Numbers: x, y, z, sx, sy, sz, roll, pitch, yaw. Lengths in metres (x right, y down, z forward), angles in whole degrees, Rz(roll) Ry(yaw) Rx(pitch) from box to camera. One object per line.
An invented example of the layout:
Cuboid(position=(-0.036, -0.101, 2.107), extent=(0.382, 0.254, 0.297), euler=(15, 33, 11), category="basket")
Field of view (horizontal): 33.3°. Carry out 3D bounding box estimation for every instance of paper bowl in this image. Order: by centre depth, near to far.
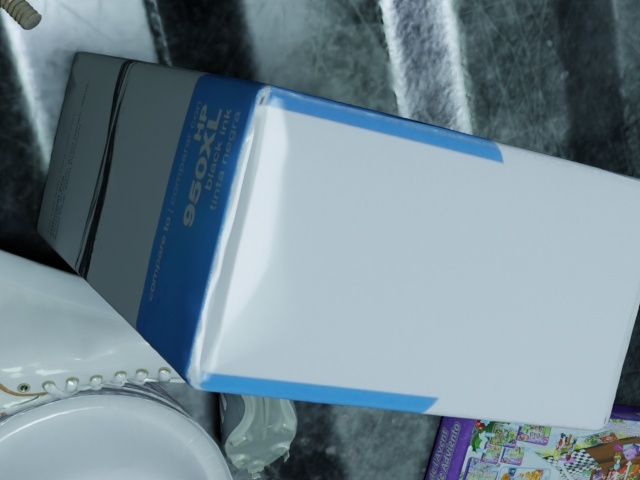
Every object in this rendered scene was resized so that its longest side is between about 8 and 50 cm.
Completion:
Cuboid(position=(-0.203, 0.253, 0.884), extent=(0.284, 0.148, 0.284), euler=(-9, 109, -27), category="paper bowl")

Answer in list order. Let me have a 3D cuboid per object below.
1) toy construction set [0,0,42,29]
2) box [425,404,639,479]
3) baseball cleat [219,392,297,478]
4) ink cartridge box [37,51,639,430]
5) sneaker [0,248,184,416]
Cuboid(position=(-0.356, -0.229, 0.644), extent=(0.237, 0.257, 0.309), euler=(46, 57, 13), category="toy construction set")
Cuboid(position=(0.245, 0.276, 1.180), extent=(0.293, 0.057, 0.201), euler=(10, 99, -30), category="box")
Cuboid(position=(-0.061, 0.122, 0.965), extent=(0.072, 0.109, 0.206), euler=(-7, 138, -15), category="baseball cleat")
Cuboid(position=(-0.011, -0.018, 0.758), extent=(0.285, 0.395, 0.166), euler=(10, 97, -28), category="ink cartridge box")
Cuboid(position=(-0.186, 0.090, 0.818), extent=(0.290, 0.106, 0.123), euler=(16, 75, -2), category="sneaker")
